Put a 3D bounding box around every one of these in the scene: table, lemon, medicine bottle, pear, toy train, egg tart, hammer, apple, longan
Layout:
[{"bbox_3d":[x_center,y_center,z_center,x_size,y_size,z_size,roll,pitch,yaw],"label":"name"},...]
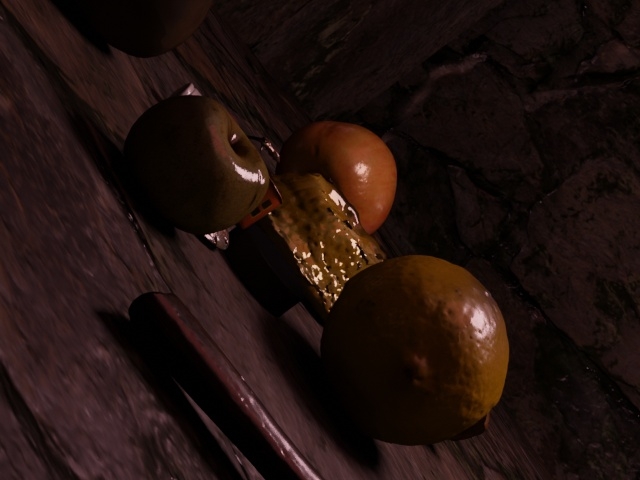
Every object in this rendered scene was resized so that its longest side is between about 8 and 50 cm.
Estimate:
[{"bbox_3d":[-0.077,0.036,1.729,0.133,0.043,0.133,53,7,-10],"label":"table"},{"bbox_3d":[0.123,0.143,1.696,0.260,0.260,0.284,51,27,-17],"label":"lemon"},{"bbox_3d":[-0.197,-0.197,2.025,0.089,0.057,0.057,51,7,-18],"label":"medicine bottle"},{"bbox_3d":[-0.145,-0.085,1.497,0.167,0.136,0.167,54,9,-13],"label":"pear"},{"bbox_3d":[-0.121,-0.079,1.719,0.188,0.072,0.099,32,-29,62],"label":"toy train"},{"bbox_3d":[0.000,0.000,2.090,0.345,0.132,0.345,52,9,-12],"label":"egg tart"},{"bbox_3d":[-0.027,0.208,1.123,0.409,0.095,0.242,48,7,1],"label":"hammer"},{"bbox_3d":[0.024,-0.108,2.462,0.242,0.242,0.241,55,19,9],"label":"apple"},{"bbox_3d":[-0.274,-0.437,1.873,0.350,0.288,0.288,66,10,13],"label":"longan"}]

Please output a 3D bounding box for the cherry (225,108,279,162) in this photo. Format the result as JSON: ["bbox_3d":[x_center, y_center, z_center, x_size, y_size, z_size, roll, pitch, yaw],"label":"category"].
[{"bbox_3d":[-0.134,-0.133,1.853,0.225,0.090,0.107,29,-45,47],"label":"cherry"}]

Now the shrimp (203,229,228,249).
[{"bbox_3d":[-0.165,-0.058,1.616,0.190,0.042,0.101,51,12,-41],"label":"shrimp"}]

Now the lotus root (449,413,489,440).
[{"bbox_3d":[0.186,0.209,2.192,0.193,0.193,0.291,49,11,-34],"label":"lotus root"}]
